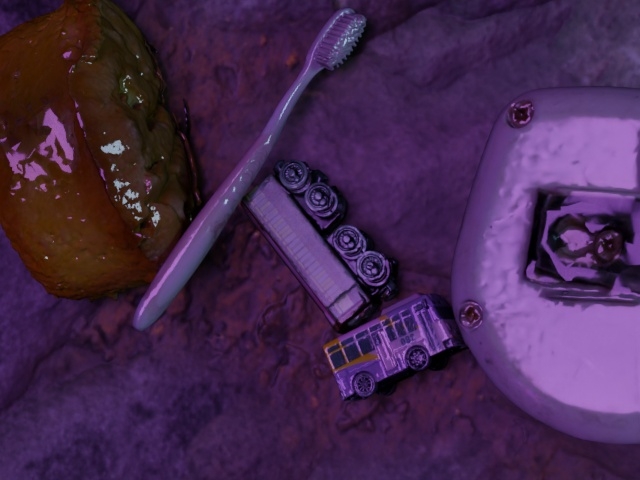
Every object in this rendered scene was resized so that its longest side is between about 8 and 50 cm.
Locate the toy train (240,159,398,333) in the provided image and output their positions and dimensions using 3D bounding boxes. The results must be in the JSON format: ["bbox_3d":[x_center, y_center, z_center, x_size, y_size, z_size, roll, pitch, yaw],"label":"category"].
[{"bbox_3d":[0.000,0.000,1.265,0.071,0.038,0.148,-42,71,13],"label":"toy train"}]

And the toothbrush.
[{"bbox_3d":[-0.056,-0.056,1.265,0.307,0.025,0.029,-56,36,-5],"label":"toothbrush"}]

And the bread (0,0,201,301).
[{"bbox_3d":[-0.202,-0.084,1.299,0.160,0.147,0.261,-18,79,17],"label":"bread"}]

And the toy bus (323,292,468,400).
[{"bbox_3d":[0.059,0.080,1.227,0.102,0.052,0.058,-28,76,19],"label":"toy bus"}]

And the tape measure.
[{"bbox_3d":[0.224,0.023,1.125,0.265,0.130,0.258,4,89,23],"label":"tape measure"}]
